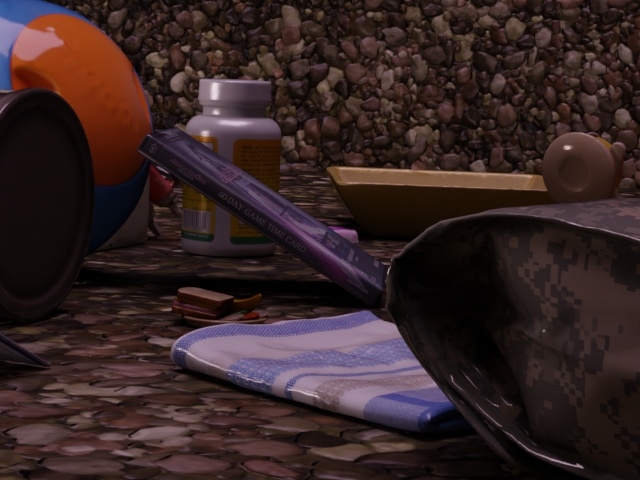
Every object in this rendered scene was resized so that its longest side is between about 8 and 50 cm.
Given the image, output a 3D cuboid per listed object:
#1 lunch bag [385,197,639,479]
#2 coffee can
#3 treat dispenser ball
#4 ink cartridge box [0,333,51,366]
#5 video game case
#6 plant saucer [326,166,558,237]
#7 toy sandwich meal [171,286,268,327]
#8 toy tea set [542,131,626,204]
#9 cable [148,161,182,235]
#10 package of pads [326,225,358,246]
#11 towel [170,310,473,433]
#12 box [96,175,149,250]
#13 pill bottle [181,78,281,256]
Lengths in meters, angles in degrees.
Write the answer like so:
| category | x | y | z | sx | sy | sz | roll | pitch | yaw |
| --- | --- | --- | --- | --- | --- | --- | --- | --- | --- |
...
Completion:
| category | x | y | z | sx | sy | sz | roll | pitch | yaw |
| --- | --- | --- | --- | --- | --- | --- | --- | --- | --- |
| lunch bag | 0.209 | 0.054 | 0.990 | 0.287 | 0.168 | 0.235 | 12 | 11 | 36 |
| coffee can | -0.368 | -0.039 | 1.485 | 0.275 | 0.201 | 0.201 | 4 | 6 | 21 |
| treat dispenser ball | -0.316 | -0.106 | 1.724 | 0.288 | 0.288 | 0.288 | 2 | 6 | 0 |
| ink cartridge box | -0.387 | 0.020 | 1.264 | 0.371 | 0.069 | 0.176 | 8 | -20 | 30 |
| video game case | -0.053 | -0.029 | 1.706 | 0.274 | 0.026 | 0.196 | 34 | 7 | -1 |
| plant saucer | 0.178 | -0.052 | 2.406 | 0.333 | 0.081 | 0.333 | 2 | 7 | -2 |
| toy sandwich meal | -0.087 | 0.059 | 1.477 | 0.086 | 0.029 | 0.085 | 2 | 6 | 0 |
| toy tea set | 0.351 | -0.035 | 1.780 | 0.336 | 0.200 | 0.124 | 0 | 12 | 37 |
| cable | -0.282 | -0.123 | 2.128 | 0.287 | 0.072 | 0.139 | 44 | -37 | -21 |
| package of pads | 0.000 | 0.000 | 2.064 | 0.083 | 0.032 | 0.050 | -2 | 10 | -36 |
| towel | 0.050 | 0.091 | 1.214 | 0.209 | 0.034 | 0.285 | -4 | 9 | -40 |
| box | -0.344 | -0.062 | 2.064 | 0.232 | 0.126 | 0.149 | 5 | 7 | 21 |
| pill bottle | -0.107 | -0.089 | 2.020 | 0.118 | 0.208 | 0.117 | 2 | 6 | 0 |
